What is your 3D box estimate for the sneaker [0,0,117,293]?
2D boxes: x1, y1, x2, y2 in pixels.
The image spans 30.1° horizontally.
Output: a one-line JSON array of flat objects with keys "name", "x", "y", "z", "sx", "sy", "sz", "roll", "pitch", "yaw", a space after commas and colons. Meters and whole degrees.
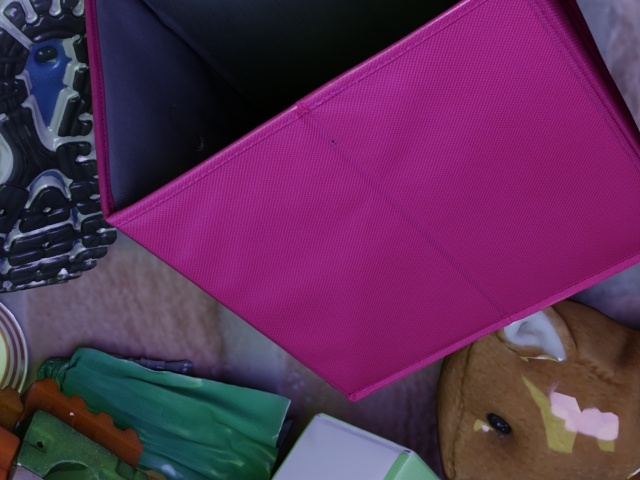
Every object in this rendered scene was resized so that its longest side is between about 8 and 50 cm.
[{"name": "sneaker", "x": -0.230, "y": -0.091, "z": 0.926, "sx": 0.130, "sy": 0.147, "sz": 0.330, "roll": -8, "pitch": 137, "yaw": -29}]

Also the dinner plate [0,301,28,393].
[{"name": "dinner plate", "x": -0.330, "y": 0.105, "z": 1.052, "sx": 0.141, "sy": 0.017, "sz": 0.141, "roll": -2, "pitch": 99, "yaw": -11}]

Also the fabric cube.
[{"name": "fabric cube", "x": 0.035, "y": -0.098, "z": 0.747, "sx": 0.259, "sy": 0.254, "sz": 0.258, "roll": -30, "pitch": 136, "yaw": 19}]

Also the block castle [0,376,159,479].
[{"name": "block castle", "x": -0.275, "y": 0.260, "z": 0.943, "sx": 0.453, "sy": 0.213, "sz": 0.303, "roll": 38, "pitch": 127, "yaw": -21}]

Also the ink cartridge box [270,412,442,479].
[{"name": "ink cartridge box", "x": 0.050, "y": 0.294, "z": 0.908, "sx": 0.115, "sy": 0.198, "sz": 0.273, "roll": 12, "pitch": 151, "yaw": 49}]

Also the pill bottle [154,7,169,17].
[{"name": "pill bottle", "x": -0.080, "y": -0.248, "z": 0.841, "sx": 0.117, "sy": 0.117, "sz": 0.208, "roll": 35, "pitch": 112, "yaw": -3}]

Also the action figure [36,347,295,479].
[{"name": "action figure", "x": -0.140, "y": 0.147, "z": 1.023, "sx": 0.232, "sy": 0.063, "sz": 0.137, "roll": 20, "pitch": 111, "yaw": 12}]

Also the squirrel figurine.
[{"name": "squirrel figurine", "x": 0.290, "y": 0.114, "z": 0.856, "sx": 0.370, "sy": 0.281, "sz": 0.397, "roll": 33, "pitch": 98, "yaw": 10}]
